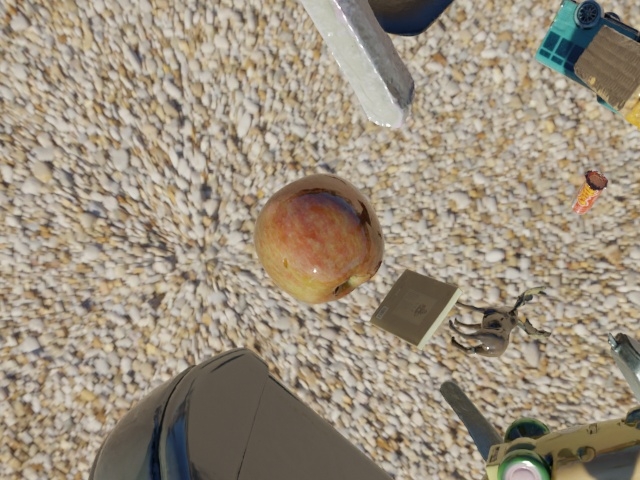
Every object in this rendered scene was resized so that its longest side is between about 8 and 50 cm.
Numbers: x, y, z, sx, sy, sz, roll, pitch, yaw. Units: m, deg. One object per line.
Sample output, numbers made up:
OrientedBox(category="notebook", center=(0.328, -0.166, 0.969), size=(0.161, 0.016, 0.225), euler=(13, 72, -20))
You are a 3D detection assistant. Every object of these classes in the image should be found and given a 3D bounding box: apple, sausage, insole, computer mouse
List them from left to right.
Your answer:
OrientedBox(category="apple", center=(0.000, 0.000, 1.364), size=(0.188, 0.188, 0.174), euler=(-30, 69, -7))
OrientedBox(category="insole", center=(0.313, 0.370, 1.802), size=(0.080, 0.003, 0.232), euler=(-15, 62, -42))
OrientedBox(category="sausage", center=(0.543, -0.092, 1.881), size=(0.050, 0.145, 0.048), euler=(22, 69, 8))
OrientedBox(category="computer mouse", center=(0.500, 0.214, 1.354), size=(0.068, 0.113, 0.229), euler=(-33, 103, 2))

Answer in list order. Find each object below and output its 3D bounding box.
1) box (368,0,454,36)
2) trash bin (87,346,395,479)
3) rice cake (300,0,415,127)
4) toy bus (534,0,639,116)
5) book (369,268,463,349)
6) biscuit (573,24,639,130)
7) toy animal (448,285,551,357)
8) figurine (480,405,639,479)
OrientedBox(category="box", center=(0.161, -0.478, 1.829), size=(0.201, 0.042, 0.212), euler=(24, 59, 26))
OrientedBox(category="trash bin", center=(-0.040, 0.190, 0.626), size=(0.236, 0.177, 0.101), euler=(42, 120, -18))
OrientedBox(category="rice cake", center=(0.001, -0.302, 1.060), size=(0.399, 0.064, 0.070), euler=(57, 46, -26))
OrientedBox(category="toy bus", center=(0.508, -0.300, 1.559), size=(0.256, 0.128, 0.147), euler=(39, 113, 30))
OrientedBox(category="book", center=(0.180, 0.128, 1.775), size=(0.016, 0.198, 0.138), euler=(40, 82, -25))
OrientedBox(category="biscuit", center=(0.427, -0.232, 1.287), size=(0.054, 0.379, 0.094), euler=(33, 108, -6))
OrientedBox(category="toy animal", center=(0.345, 0.159, 1.756), size=(0.186, 0.214, 0.094), euler=(3, 118, 16))
OrientedBox(category="figurine", center=(0.322, 0.308, 1.043), size=(0.324, 0.124, 0.222), euler=(-18, 93, 18))
